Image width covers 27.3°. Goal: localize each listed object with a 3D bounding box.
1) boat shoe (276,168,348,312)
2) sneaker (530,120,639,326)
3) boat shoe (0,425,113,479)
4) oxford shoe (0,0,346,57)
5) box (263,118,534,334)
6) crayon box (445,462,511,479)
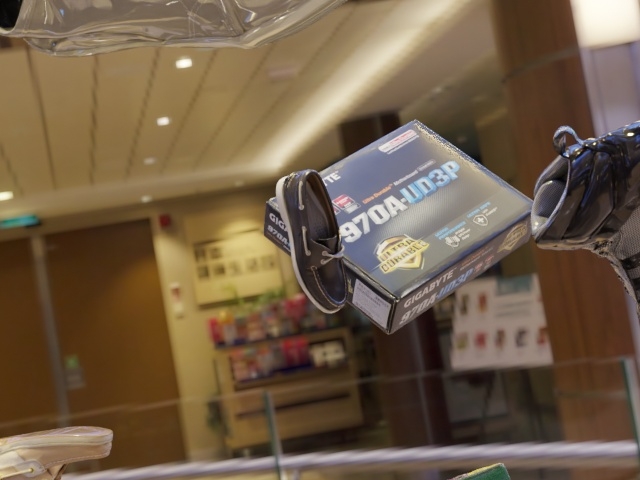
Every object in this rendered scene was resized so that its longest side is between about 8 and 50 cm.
[{"bbox_3d":[0.000,0.000,1.131,0.046,0.125,0.038,-14,-3,-43],"label":"boat shoe"},{"bbox_3d":[0.259,0.006,1.146,0.153,0.269,0.101,-2,35,7],"label":"sneaker"},{"bbox_3d":[-0.262,0.206,1.200,0.170,0.059,0.063,-11,-4,20],"label":"boat shoe"},{"bbox_3d":[-0.111,-0.217,0.912,0.449,0.169,0.130,-4,-13,43],"label":"oxford shoe"},{"bbox_3d":[0.081,-0.019,1.309,0.220,0.175,0.051,-30,-34,-35],"label":"box"},{"bbox_3d":[0.091,0.401,1.229,0.106,0.313,0.363,-14,-12,-33],"label":"crayon box"}]
